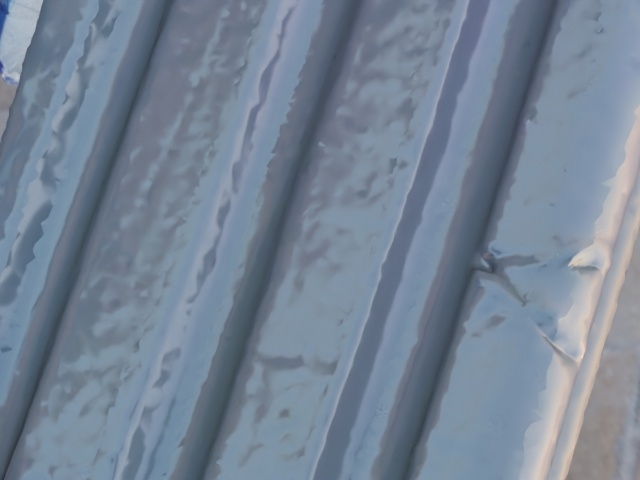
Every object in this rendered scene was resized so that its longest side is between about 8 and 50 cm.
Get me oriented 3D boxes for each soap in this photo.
[{"bbox_3d":[0.000,0.000,0.985,0.350,0.435,0.213,13,167,12],"label":"soap"}]

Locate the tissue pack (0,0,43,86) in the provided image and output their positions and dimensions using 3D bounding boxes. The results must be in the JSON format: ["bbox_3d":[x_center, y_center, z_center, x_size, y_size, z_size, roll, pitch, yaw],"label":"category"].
[{"bbox_3d":[-0.198,-0.275,1.437,0.137,0.269,0.209,11,139,-21],"label":"tissue pack"}]
